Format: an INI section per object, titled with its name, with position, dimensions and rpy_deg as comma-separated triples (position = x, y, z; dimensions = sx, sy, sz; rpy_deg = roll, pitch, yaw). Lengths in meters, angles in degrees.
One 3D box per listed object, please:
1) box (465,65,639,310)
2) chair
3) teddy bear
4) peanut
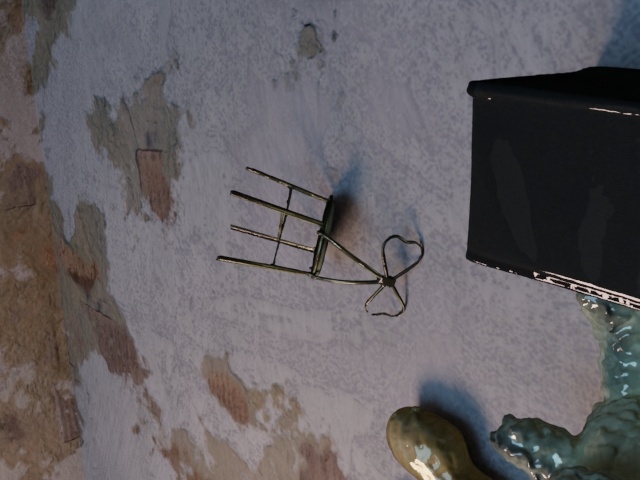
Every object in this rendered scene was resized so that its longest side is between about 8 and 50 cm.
[box]
position = 0.359, -0.060, 0.886
dimensions = 0.345, 0.251, 0.204
rpy_deg = 19, 116, 46
[chair]
position = 0.000, 0.000, 1.434
dimensions = 0.326, 0.170, 0.159
rpy_deg = 15, 116, -1
[teddy bear]
position = 0.320, 0.247, 0.945
dimensions = 0.327, 0.362, 0.375
rpy_deg = 7, 108, 48
[peanut]
position = 0.201, 0.364, 1.327
dimensions = 0.263, 0.101, 0.117
rpy_deg = 51, 155, 27
